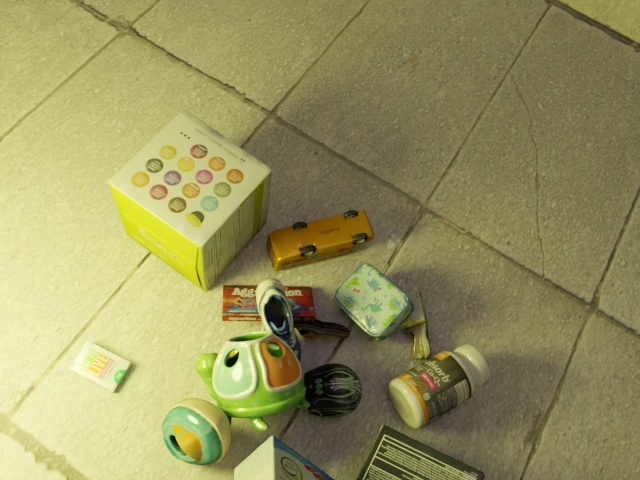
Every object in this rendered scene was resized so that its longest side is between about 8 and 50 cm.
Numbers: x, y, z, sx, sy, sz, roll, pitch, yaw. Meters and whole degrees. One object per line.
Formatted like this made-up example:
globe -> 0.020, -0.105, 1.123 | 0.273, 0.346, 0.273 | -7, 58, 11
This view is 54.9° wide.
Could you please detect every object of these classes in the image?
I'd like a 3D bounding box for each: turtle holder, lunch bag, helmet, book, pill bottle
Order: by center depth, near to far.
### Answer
turtle holder -> -0.190, 0.374, 1.724 | 0.244, 0.320, 0.227 | -13, 95, -26
book -> -0.636, 0.365, 1.783 | 0.144, 0.035, 0.096 | 26, 66, 3
helmet -> 0.039, 0.436, 1.792 | 0.162, 0.169, 0.169 | -7, 64, 6
pill bottle -> 0.356, 0.428, 1.838 | 0.279, 0.162, 0.162 | -25, 70, -20
lunch bag -> 0.162, 0.192, 1.924 | 0.176, 0.090, 0.219 | -47, 61, -2

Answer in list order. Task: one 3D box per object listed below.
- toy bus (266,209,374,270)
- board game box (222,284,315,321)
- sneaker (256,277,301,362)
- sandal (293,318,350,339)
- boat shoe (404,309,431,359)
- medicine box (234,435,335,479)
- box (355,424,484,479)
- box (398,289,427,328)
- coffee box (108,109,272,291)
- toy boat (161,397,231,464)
toy bus -> 0.000, 0.000, 2.010 | 0.333, 0.130, 0.108 | -13, 66, -15
board game box -> -0.162, 0.194, 1.911 | 0.282, 0.027, 0.145 | 1, 34, -9
sneaker -> -0.125, 0.264, 1.792 | 0.112, 0.131, 0.296 | -17, 107, -6
sandal -> -0.019, 0.277, 1.906 | 0.220, 0.090, 0.060 | 12, 104, 0
boat shoe -> 0.303, 0.283, 1.959 | 0.072, 0.068, 0.189 | -6, 64, 1
medicine box -> -0.066, 0.663, 1.463 | 0.263, 0.289, 0.149 | 42, 101, -18
box -> 0.236, 0.705, 1.633 | 0.296, 0.182, 0.294 | 21, 60, 23
box -> 0.239, 0.229, 1.954 | 0.179, 0.043, 0.105 | -14, 64, 15
coffee box -> -0.385, -0.112, 1.886 | 0.338, 0.338, 0.334 | 34, 64, 9
toy boat -> -0.298, 0.566, 1.615 | 0.318, 0.267, 0.148 | 52, 49, 3
